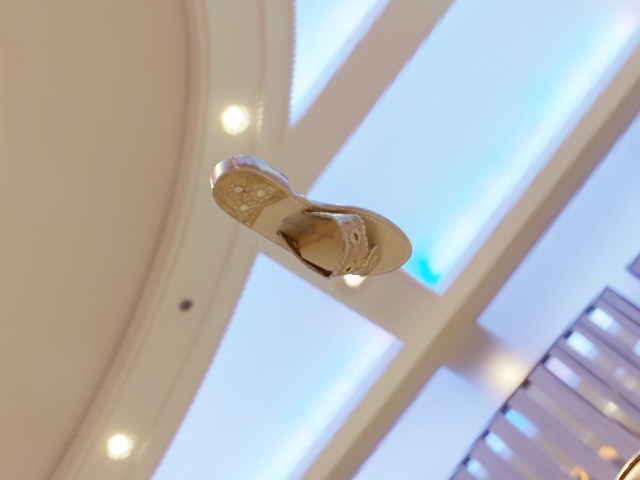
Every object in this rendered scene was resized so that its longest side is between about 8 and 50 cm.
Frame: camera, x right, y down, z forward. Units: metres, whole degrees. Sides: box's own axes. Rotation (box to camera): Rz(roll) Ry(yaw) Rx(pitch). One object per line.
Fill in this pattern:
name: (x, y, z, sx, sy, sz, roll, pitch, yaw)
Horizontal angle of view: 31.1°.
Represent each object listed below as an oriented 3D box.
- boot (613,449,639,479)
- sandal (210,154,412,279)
boot: (0.372, 0.235, 1.052, 0.283, 0.109, 0.220, -38, -4, 6)
sandal: (-0.004, 0.004, 1.123, 0.240, 0.079, 0.088, 27, -58, -30)
